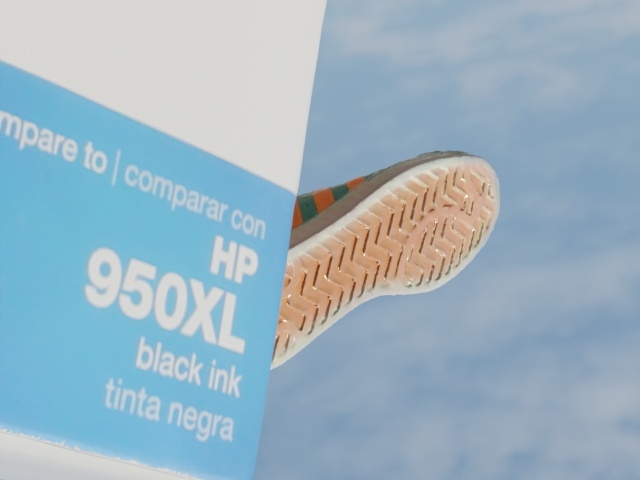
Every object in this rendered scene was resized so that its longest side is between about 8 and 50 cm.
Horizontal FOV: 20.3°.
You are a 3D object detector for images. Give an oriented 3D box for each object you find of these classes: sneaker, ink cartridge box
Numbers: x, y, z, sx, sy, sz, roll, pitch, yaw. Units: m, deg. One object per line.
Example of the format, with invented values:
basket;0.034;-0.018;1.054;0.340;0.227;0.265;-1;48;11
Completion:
sneaker;0.000;0.000;1.356;0.302;0.108;0.121;-26;-151;-32
ink cartridge box;-0.142;-0.130;0.583;0.285;0.395;0.166;-2;164;41
